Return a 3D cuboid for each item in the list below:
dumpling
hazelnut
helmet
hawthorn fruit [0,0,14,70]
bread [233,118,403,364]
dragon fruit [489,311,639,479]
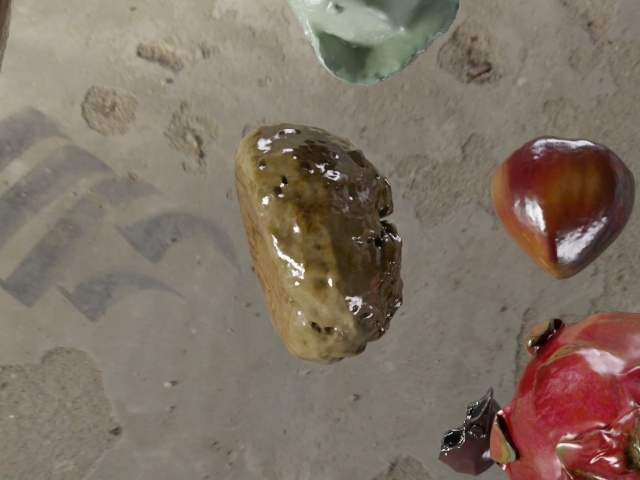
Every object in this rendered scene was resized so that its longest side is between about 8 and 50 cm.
[{"bbox_3d":[0.030,-0.238,0.697,0.153,0.108,0.219,-3,84,-31],"label":"dumpling"},{"bbox_3d":[0.344,-0.044,1.141,0.208,0.208,0.208,0,80,-2],"label":"hazelnut"},{"bbox_3d":[0.216,0.266,1.074,0.070,0.098,0.123,42,102,5],"label":"helmet"},{"bbox_3d":[-0.273,-0.135,0.374,0.268,0.268,0.300,20,79,1],"label":"hawthorn fruit"},{"bbox_3d":[0.000,0.000,0.731,0.123,0.230,0.229,-17,81,-13],"label":"bread"},{"bbox_3d":[0.152,0.093,0.391,0.133,0.166,0.136,37,123,26],"label":"dragon fruit"}]
